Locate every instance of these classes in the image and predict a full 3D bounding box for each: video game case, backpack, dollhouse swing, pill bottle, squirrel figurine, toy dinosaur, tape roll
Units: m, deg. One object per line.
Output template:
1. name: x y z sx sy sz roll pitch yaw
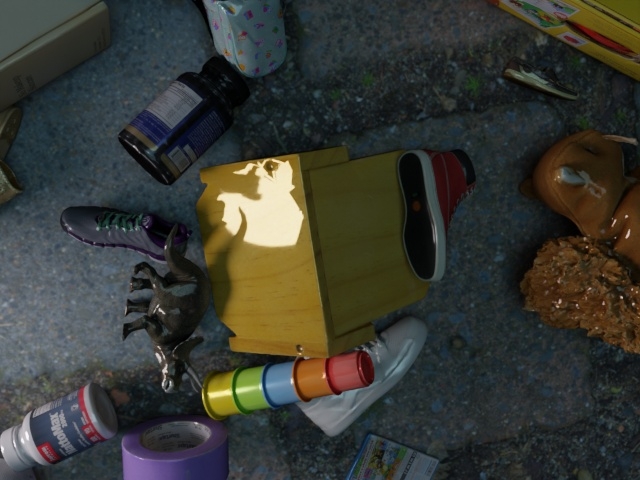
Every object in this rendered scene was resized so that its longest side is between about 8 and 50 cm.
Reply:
1. video game case: 0.148 0.476 1.331 0.166 0.015 0.119 24 95 -11
2. backpack: -0.128 -0.369 1.087 0.152 0.115 0.182 -22 137 -16
3. dollhouse swing: 0.000 0.000 1.218 0.315 0.305 0.346 -3 102 34
4. pill bottle: -0.475 0.345 1.173 0.180 0.108 0.107 -25 101 -4
5. pill bottle: -0.229 -0.210 1.112 0.123 0.123 0.219 45 77 -12
6. squirrel figurine: 0.539 -0.004 1.196 0.371 0.281 0.396 32 90 -5
7. toy dinosaur: -0.267 0.112 1.167 0.161 0.121 0.313 11 103 -17
8. tape roll: -0.261 0.390 1.169 0.189 0.189 0.080 -2 98 -8

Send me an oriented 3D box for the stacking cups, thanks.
1. stacking cups: -0.055 0.258 1.163 0.317 0.096 0.095 -14 101 21

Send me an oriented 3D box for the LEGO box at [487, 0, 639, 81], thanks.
1. LEGO box: 0.591 -0.525 1.160 0.501 0.193 0.372 23 94 -11

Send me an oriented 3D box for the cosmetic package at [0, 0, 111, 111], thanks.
1. cosmetic package: -0.492 -0.301 1.012 0.309 0.160 0.113 -39 96 -15

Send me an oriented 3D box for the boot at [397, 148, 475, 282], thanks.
1. boot: 0.237 -0.050 1.205 0.176 0.088 0.244 -7 92 -40

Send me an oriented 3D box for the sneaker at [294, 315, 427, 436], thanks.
1. sneaker: 0.057 0.223 1.234 0.169 0.108 0.292 43 92 -15

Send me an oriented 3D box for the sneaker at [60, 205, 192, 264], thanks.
1. sneaker: -0.338 -0.031 1.134 0.224 0.098 0.083 16 55 -17

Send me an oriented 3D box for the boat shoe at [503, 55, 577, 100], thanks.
1. boat shoe: 0.429 -0.310 1.238 0.152 0.056 0.049 18 100 -10

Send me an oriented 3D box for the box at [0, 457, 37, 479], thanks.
1. box: -0.611 0.460 1.137 0.130 0.091 0.170 -54 138 2

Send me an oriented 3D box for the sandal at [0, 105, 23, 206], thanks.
1. sandal: -0.546 -0.110 1.106 0.079 0.088 0.239 22 90 -5
